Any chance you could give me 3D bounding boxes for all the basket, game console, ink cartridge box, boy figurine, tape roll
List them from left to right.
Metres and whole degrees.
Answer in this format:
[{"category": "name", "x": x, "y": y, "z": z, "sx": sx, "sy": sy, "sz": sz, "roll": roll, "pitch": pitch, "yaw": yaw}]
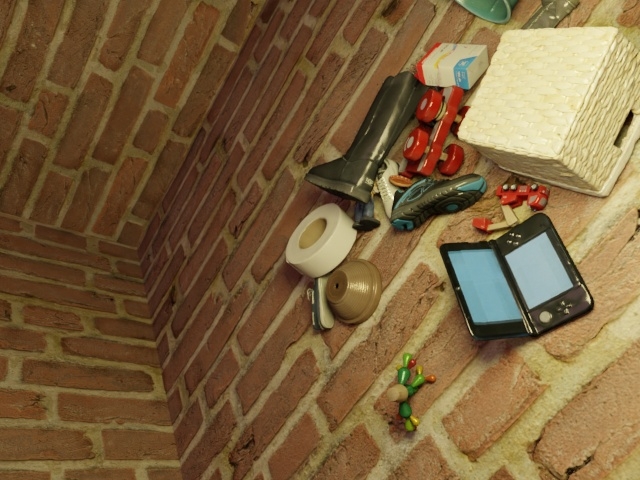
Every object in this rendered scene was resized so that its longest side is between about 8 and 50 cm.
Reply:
[{"category": "tape roll", "x": 0.000, "y": 0.000, "z": 1.902, "sx": 0.286, "sy": 0.100, "sz": 0.286, "roll": -35, "pitch": 31, "yaw": 25}, {"category": "boy figurine", "x": 0.161, "y": -0.178, "z": 1.858, "sx": 0.177, "sy": 0.092, "sz": 0.286, "roll": -39, "pitch": 43, "yaw": 55}, {"category": "ink cartridge box", "x": 0.410, "y": -0.573, "z": 1.641, "sx": 0.231, "sy": 0.078, "sz": 0.134, "roll": 21, "pitch": 61, "yaw": 39}, {"category": "game console", "x": 0.482, "y": 0.084, "z": 1.270, "sx": 0.250, "sy": 0.173, "sz": 0.293, "roll": -40, "pitch": 47, "yaw": 35}, {"category": "basket", "x": 0.580, "y": -0.329, "z": 1.252, "sx": 0.331, "sy": 0.266, "sz": 0.329, "roll": 33, "pitch": 102, "yaw": 54}]

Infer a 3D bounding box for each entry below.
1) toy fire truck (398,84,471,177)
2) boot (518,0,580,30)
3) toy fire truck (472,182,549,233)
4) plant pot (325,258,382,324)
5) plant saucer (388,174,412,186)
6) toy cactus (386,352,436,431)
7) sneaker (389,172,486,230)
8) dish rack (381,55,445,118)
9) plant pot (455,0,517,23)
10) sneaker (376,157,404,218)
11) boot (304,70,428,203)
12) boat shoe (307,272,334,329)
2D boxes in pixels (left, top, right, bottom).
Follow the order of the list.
[{"category": "toy fire truck", "x": 0.357, "y": -0.351, "z": 1.645, "sx": 0.254, "sy": 0.169, "sz": 0.303, "roll": -145, "pitch": 74, "yaw": -74}, {"category": "boot", "x": 0.634, "y": -0.654, "z": 1.495, "sx": 0.209, "sy": 0.076, "sz": 0.190, "roll": -53, "pitch": 38, "yaw": 33}, {"category": "toy fire truck", "x": 0.524, "y": -0.086, "z": 1.389, "sx": 0.192, "sy": 0.047, "sz": 0.135, "roll": 7, "pitch": 77, "yaw": 53}, {"category": "plant pot", "x": 0.096, "y": 0.171, "z": 1.774, "sx": 0.237, "sy": 0.109, "sz": 0.238, "roll": -25, "pitch": 56, "yaw": 43}, {"category": "plant saucer", "x": 0.272, "y": -0.200, "z": 1.708, "sx": 0.083, "sy": 0.083, "sz": 0.013, "roll": 50, "pitch": 135, "yaw": 49}, {"category": "toy cactus", "x": 0.246, "y": 0.435, "z": 1.424, "sx": 0.112, "sy": 0.180, "sz": 0.219, "roll": 5, "pitch": 83, "yaw": 32}, {"category": "sneaker", "x": 0.352, "y": -0.150, "z": 1.575, "sx": 0.340, "sy": 0.125, "sz": 0.140, "roll": -22, "pitch": 53, "yaw": 41}, {"category": "dish rack", "x": 0.349, "y": -0.557, "z": 1.800, "sx": 0.271, "sy": 0.074, "sz": 0.209, "roll": -32, "pitch": 52, "yaw": 40}, {"category": "plant pot", "x": 0.546, "y": -0.909, "z": 1.519, "sx": 0.334, "sy": 0.341, "sz": 0.341, "roll": -52, "pitch": 40, "yaw": 12}, {"category": "sneaker", "x": 0.237, "y": -0.180, "z": 1.762, "sx": 0.090, "sy": 0.094, "sz": 0.235, "roll": -27, "pitch": 56, "yaw": 41}, {"category": "boot", "x": 0.147, "y": -0.367, "z": 1.769, "sx": 0.367, "sy": 0.146, "sz": 0.446, "roll": 25, "pitch": 90, "yaw": 54}, {"category": "boat shoe", "x": 0.000, "y": 0.210, "z": 1.897, "sx": 0.079, "sy": 0.095, "sz": 0.255, "roll": -17, "pitch": 70, "yaw": 34}]
